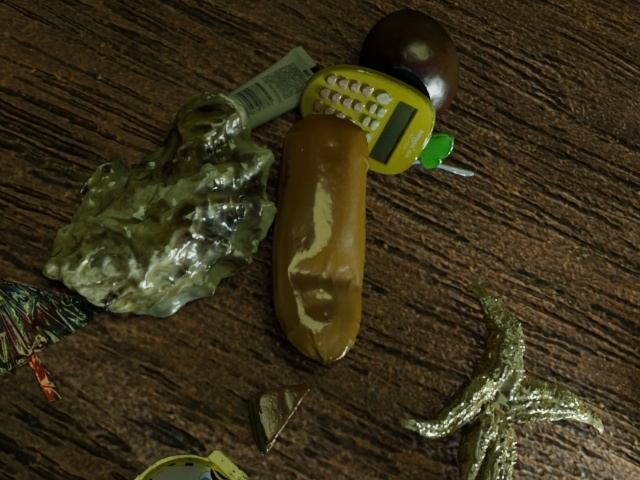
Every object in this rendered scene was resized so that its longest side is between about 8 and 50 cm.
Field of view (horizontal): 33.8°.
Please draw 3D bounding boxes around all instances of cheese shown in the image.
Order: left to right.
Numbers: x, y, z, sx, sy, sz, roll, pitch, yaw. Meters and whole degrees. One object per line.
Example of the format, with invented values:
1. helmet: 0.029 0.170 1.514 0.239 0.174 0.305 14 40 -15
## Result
1. cheese: -0.186 0.362 1.263 0.156 0.064 0.250 43 73 1

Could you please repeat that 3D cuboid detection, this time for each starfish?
1. starfish: 0.237 0.261 1.452 0.301 0.084 0.293 51 54 -15

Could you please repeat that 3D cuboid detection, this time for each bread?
1. bread: -0.067 0.220 1.376 0.062 0.043 0.109 36 62 -7

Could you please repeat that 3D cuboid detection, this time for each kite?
1. kite: -0.380 0.123 1.316 0.232 0.009 0.189 -30 83 -27

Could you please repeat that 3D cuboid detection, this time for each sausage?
1. sausage: -0.003 0.002 1.452 0.134 0.116 0.354 16 67 -28

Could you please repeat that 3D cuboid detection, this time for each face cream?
1. face cream: -0.086 -0.208 1.541 0.243 0.058 0.092 -35 79 -34

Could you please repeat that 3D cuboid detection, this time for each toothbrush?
1. toothbrush: 0.162 -0.116 1.619 0.162 0.014 0.017 13 84 -17

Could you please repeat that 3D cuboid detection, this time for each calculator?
1. calculator: 0.082 -0.174 1.544 0.235 0.146 0.032 24 31 -8

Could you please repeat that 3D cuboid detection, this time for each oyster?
1. oyster: -0.206 -0.033 1.383 0.351 0.115 0.238 -31 80 -25

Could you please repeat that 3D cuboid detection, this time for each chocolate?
1. chocolate: 0.138 -0.270 1.591 0.176 0.177 0.177 8 67 -18
